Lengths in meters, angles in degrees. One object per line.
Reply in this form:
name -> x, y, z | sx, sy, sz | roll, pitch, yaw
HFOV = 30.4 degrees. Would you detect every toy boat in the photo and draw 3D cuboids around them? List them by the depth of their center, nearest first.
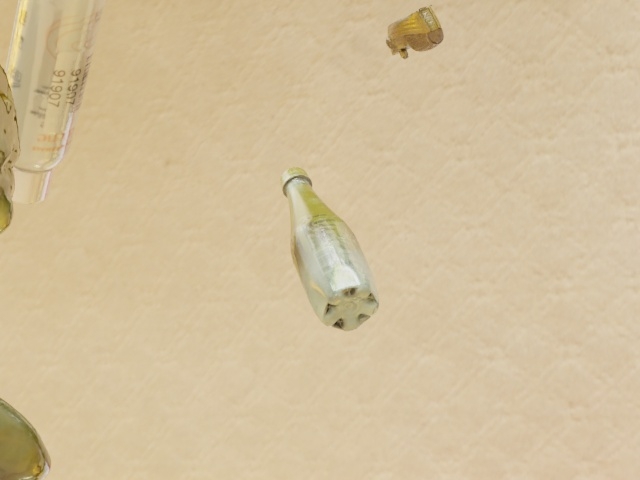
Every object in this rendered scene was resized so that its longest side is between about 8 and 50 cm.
toy boat -> 0.113, -0.250, 1.438 | 0.047, 0.149, 0.049 | -22, 95, -13

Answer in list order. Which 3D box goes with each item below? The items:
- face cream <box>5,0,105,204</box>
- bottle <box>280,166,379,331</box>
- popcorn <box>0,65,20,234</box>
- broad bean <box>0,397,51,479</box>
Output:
face cream -> -0.275, -0.153, 1.174 | 0.082, 0.082, 0.269 | 25, 125, 6
bottle -> 0.000, 0.000, 1.444 | 0.083, 0.270, 0.083 | -9, 129, -12
popcorn -> -0.335, -0.085, 0.851 | 0.225, 0.249, 0.249 | -17, 108, 5
broad bean -> -0.327, 0.168, 0.951 | 0.206, 0.072, 0.153 | -12, 134, -2
